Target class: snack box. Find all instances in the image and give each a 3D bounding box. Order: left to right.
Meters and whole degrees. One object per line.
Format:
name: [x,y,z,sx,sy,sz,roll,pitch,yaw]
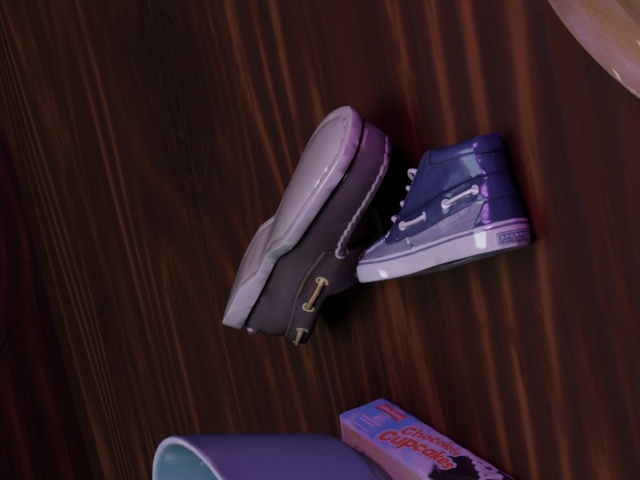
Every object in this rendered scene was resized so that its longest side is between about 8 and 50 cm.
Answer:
snack box: [0.129,0.279,0.884,0.322,0.060,0.187,24,125,56]

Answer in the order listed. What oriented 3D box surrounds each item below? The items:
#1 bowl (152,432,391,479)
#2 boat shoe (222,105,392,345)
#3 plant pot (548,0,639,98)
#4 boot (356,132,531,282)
bowl: [-0.013,0.295,0.914,0.311,0.163,0.311,41,139,49]
boat shoe: [0.000,0.000,0.937,0.324,0.097,0.116,124,165,-52]
plant pot: [0.187,-0.133,0.491,0.236,0.032,0.236,43,168,12]
boot: [0.087,-0.021,0.808,0.190,0.069,0.086,-20,80,55]
